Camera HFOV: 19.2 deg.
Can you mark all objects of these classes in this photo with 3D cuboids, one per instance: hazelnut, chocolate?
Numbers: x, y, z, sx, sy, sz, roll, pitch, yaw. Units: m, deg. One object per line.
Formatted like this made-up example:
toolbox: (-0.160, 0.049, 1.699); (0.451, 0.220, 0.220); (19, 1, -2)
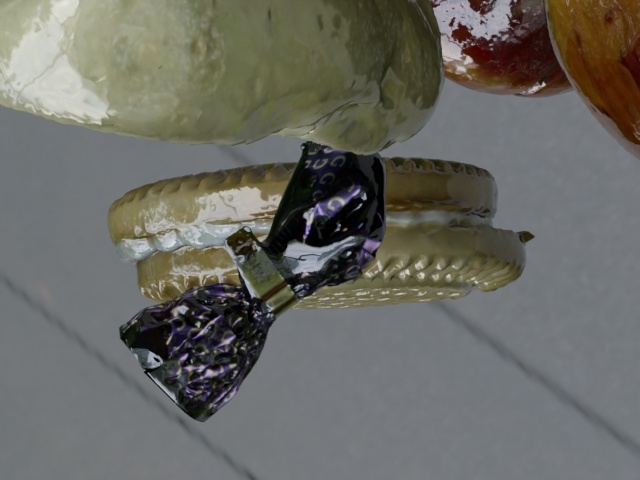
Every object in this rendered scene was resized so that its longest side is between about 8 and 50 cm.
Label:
hazelnut: (0.175, -0.224, 1.613); (0.229, 0.229, 0.229); (27, 136, 29)
chocolate: (-0.025, 0.012, 0.871); (0.072, 0.147, 0.070); (42, -176, 27)

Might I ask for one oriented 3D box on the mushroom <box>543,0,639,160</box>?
mushroom: (0.284, -0.132, 0.929); (0.345, 0.345, 0.260); (17, 89, 37)

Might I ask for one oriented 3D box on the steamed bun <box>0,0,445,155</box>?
steamed bun: (-0.055, -0.101, 0.736); (0.231, 0.212, 0.110); (10, 102, -3)

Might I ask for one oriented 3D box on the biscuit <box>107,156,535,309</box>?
biscuit: (0.000, 0.000, 1.150); (0.259, 0.259, 0.079); (-11, 81, 50)
